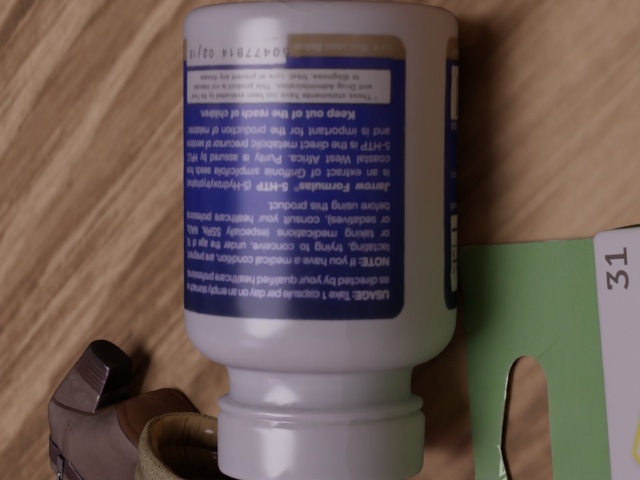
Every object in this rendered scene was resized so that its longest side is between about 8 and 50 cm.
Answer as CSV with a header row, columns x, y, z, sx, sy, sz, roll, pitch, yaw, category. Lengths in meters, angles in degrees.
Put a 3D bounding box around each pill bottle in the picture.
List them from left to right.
x,y,z,sx,sy,sz,roll,pitch,yaw,category
0.000,0.000,0.769,0.112,0.112,0.187,3,94,50,pill bottle

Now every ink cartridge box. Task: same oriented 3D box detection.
x,y,z,sx,sy,sz,roll,pitch,yaw,category
0.120,0.079,0.677,0.235,0.056,0.171,-5,89,48,ink cartridge box

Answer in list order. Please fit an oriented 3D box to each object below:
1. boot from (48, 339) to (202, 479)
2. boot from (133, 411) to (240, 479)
x,y,z,sx,sy,sz,roll,pitch,yaw,category
-0.097,0.109,0.951,0.118,0.042,0.087,48,132,39,boot
-0.008,0.200,0.802,0.262,0.095,0.203,28,114,51,boot
